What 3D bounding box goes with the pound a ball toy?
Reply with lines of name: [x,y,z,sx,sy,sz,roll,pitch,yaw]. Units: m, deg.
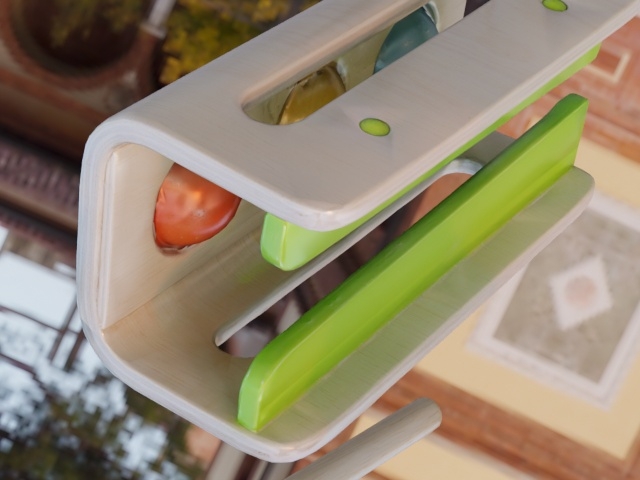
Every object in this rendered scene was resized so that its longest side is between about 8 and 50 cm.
pound a ball toy: [0.000,0.000,0.686,0.136,0.208,0.319,28,-140,24]
